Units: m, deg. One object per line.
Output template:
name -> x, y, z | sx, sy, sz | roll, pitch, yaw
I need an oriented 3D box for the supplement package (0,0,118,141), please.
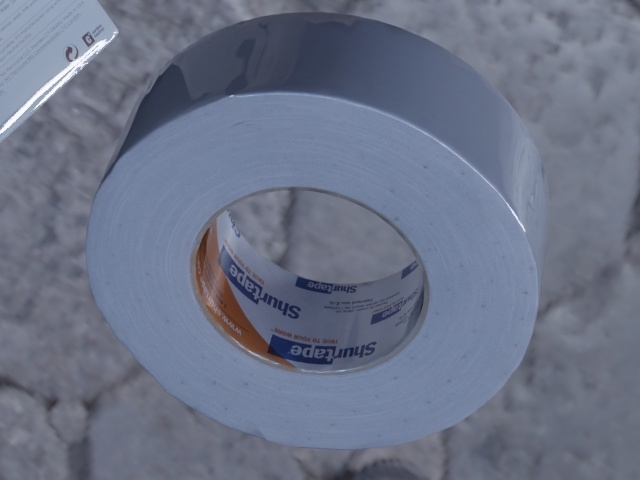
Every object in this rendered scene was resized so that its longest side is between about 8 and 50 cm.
supplement package -> -0.216, -0.149, 1.027 | 0.105, 0.105, 0.179 | -47, 115, -26

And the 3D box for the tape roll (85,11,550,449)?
tape roll -> 0.000, 0.000, 0.923 | 0.219, 0.072, 0.219 | 5, 128, 7
